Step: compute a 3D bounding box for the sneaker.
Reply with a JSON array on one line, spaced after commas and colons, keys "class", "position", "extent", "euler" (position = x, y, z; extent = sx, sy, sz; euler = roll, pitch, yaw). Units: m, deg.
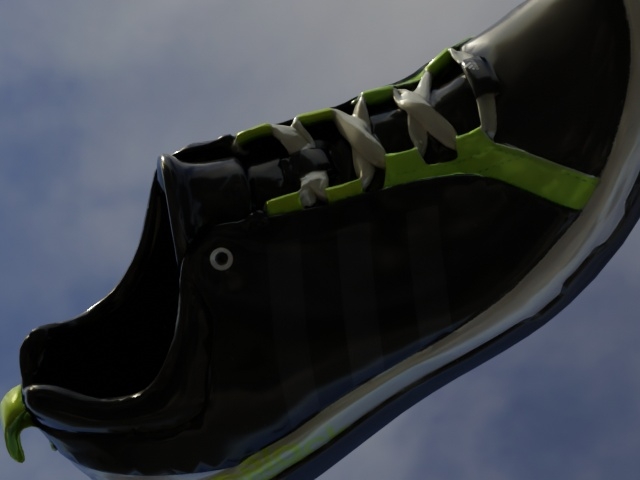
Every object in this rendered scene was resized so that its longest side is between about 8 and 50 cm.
[{"class": "sneaker", "position": [0.000, 0.000, 0.569], "extent": [0.234, 0.097, 0.084], "euler": [-44, -144, 15]}]
